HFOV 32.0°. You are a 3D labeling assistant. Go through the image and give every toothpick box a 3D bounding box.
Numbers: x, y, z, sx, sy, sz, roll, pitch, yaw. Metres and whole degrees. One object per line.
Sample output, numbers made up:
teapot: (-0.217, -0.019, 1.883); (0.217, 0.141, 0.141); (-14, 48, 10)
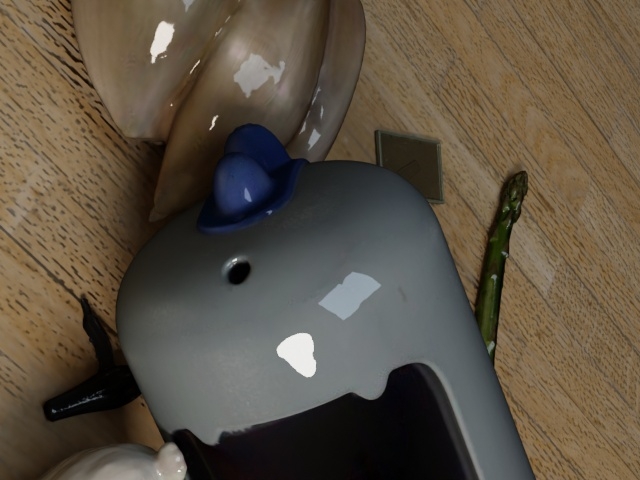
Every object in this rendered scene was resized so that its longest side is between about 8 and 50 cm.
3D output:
toothpick box: (0.002, 0.094, 0.784); (0.263, 0.263, 0.354); (-41, 119, -40)

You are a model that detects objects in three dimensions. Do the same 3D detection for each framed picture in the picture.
framed picture: (0.087, -0.070, 1.083); (0.089, 0.007, 0.066); (5, 78, -42)

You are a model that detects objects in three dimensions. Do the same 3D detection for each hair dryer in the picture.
hair dryer: (-0.169, 0.084, 0.802); (0.079, 0.031, 0.083); (-15, 78, -35)

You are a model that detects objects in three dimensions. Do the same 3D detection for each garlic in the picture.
garlic: (-0.067, -0.179, 0.882); (0.279, 0.132, 0.325); (45, 50, -25)

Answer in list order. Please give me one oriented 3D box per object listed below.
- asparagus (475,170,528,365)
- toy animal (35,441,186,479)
asparagus: (0.183, 0.022, 1.138); (0.034, 0.027, 0.236); (37, 57, -38)
toy animal: (-0.192, 0.224, 0.660); (0.282, 0.138, 0.140); (-25, 114, -46)
